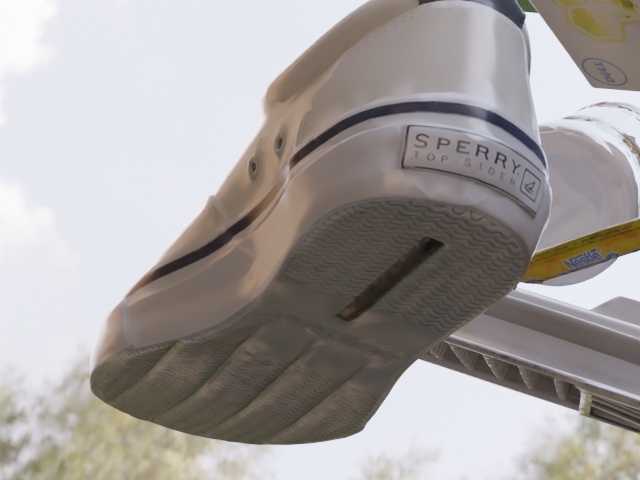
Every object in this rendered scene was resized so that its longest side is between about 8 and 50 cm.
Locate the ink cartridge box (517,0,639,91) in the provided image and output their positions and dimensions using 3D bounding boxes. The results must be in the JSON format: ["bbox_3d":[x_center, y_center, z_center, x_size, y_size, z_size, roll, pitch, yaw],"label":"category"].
[{"bbox_3d":[0.119,-0.148,0.935,0.235,0.056,0.171,8,-26,40],"label":"ink cartridge box"}]

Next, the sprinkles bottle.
[{"bbox_3d":[0.217,-0.046,1.451,0.121,0.355,0.121,2,-82,16],"label":"sprinkles bottle"}]

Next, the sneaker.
[{"bbox_3d":[0.000,0.000,0.582,0.094,0.091,0.258,24,-29,-20],"label":"sneaker"}]

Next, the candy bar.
[{"bbox_3d":[0.159,0.002,0.971,0.161,0.040,0.018,-22,-102,50],"label":"candy bar"}]

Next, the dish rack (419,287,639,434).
[{"bbox_3d":[0.117,0.058,1.246,0.333,0.072,0.285,17,-5,11],"label":"dish rack"}]
